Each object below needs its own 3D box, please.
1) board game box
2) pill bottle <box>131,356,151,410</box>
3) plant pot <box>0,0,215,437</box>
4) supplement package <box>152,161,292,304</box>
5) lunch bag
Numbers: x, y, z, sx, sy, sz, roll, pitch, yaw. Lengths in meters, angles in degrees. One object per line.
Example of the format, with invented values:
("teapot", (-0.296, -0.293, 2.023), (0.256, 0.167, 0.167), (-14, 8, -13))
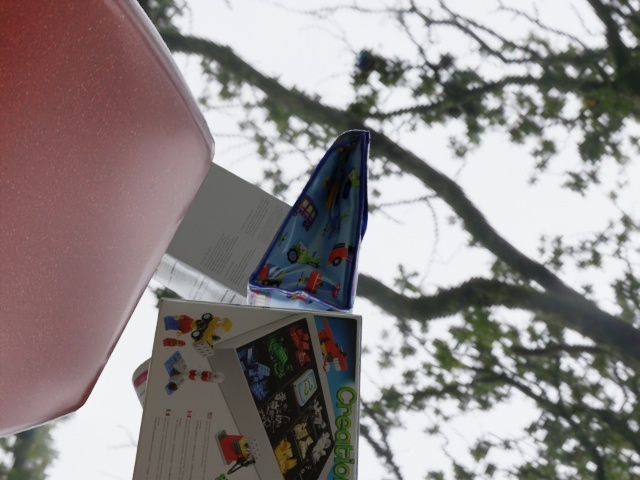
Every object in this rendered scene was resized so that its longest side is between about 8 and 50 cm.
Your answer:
("board game box", (-0.064, 0.195, 0.988), (0.053, 0.192, 0.305), (98, -3, -54))
("pill bottle", (-0.186, 0.316, 1.852), (0.160, 0.160, 0.283), (-35, -109, 26))
("plant pot", (-0.215, -0.044, 0.587), (0.267, 0.235, 0.267), (26, -92, 33))
("supplement package", (-0.195, 0.000, 2.102), (0.199, 0.262, 0.198), (-62, -177, -22))
("lunch bag", (0.000, 0.000, 1.552), (0.221, 0.138, 0.293), (100, 6, -61))
